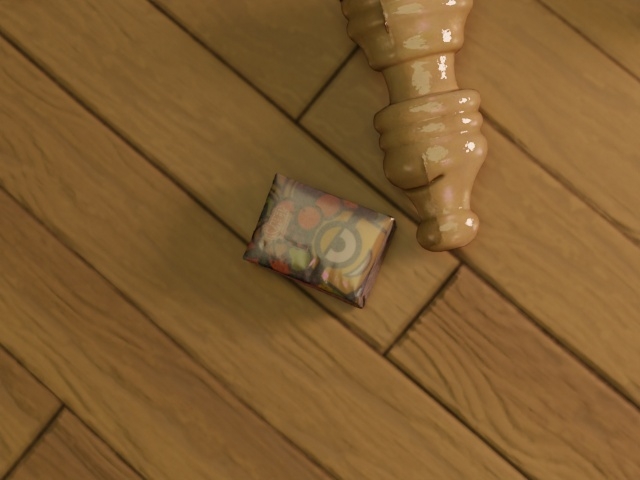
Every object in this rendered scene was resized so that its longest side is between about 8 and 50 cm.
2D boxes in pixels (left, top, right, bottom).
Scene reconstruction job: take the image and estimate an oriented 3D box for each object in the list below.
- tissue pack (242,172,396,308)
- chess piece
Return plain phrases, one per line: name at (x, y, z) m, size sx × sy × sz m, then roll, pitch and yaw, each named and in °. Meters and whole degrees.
tissue pack at (0.000, 0.000, 1.763) m, size 0.148 × 0.060 × 0.109 m, roll 22°, pitch 87°, yaw 8°
chess piece at (0.125, -0.142, 1.739) m, size 0.138 × 0.124 × 0.307 m, roll -11°, pitch 87°, yaw -26°
